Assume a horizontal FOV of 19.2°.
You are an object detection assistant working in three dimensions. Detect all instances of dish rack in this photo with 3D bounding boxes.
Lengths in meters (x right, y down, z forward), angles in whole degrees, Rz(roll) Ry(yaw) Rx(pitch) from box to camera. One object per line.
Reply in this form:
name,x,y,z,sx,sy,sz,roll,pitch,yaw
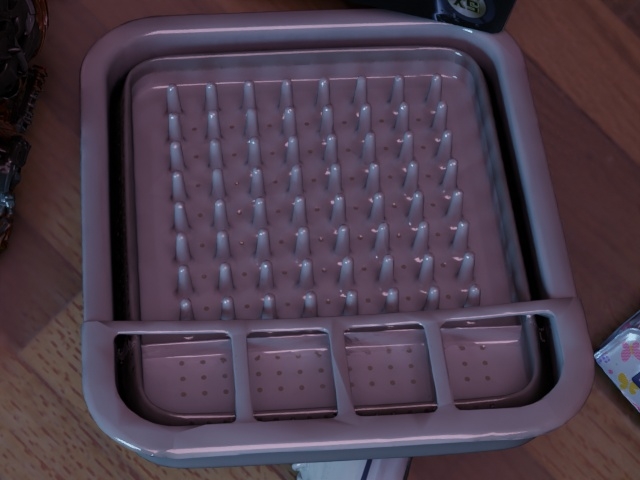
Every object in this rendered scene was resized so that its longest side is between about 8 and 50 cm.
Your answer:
dish rack,0.000,0.000,1.140,0.285,0.072,0.333,-3,52,-5

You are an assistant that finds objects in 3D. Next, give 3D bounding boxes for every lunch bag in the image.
lunch bag,0.229,0.074,1.226,0.083,0.053,0.071,-39,88,2

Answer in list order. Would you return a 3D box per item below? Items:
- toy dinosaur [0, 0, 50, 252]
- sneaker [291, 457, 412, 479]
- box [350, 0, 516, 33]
toy dinosaur,-0.229,-0.115,1.104,0.164,0.218,0.322,-6,109,20
sneaker,0.015,0.119,1.193,0.091,0.094,0.258,13,75,5
box,0.047,-0.229,1.202,0.180,0.077,0.147,12,65,-4
